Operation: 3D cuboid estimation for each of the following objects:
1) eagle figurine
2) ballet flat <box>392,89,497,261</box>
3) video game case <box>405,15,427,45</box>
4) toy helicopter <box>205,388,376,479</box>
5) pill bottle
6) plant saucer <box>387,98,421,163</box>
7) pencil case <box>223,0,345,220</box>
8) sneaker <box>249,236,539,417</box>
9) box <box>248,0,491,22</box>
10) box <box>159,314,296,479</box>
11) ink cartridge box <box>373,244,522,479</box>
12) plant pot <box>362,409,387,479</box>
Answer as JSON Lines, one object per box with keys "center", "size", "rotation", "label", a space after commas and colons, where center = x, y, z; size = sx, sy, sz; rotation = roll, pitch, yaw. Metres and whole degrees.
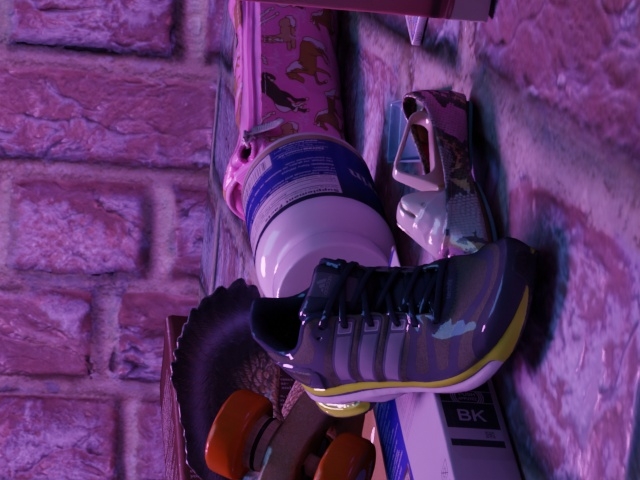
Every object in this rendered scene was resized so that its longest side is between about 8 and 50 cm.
{"center": [-0.045, 0.221, 1.908], "size": [0.226, 0.225, 0.298], "rotation": [91, 167, -60], "label": "eagle figurine"}
{"center": [0.102, -0.046, 1.449], "size": [0.077, 0.079, 0.221], "rotation": [107, 164, -48], "label": "ballet flat"}
{"center": [0.105, -0.275, 1.715], "size": [0.087, 0.011, 0.122], "rotation": [-98, 15, -48], "label": "video game case"}
{"center": [-0.025, 0.292, 1.635], "size": [0.235, 0.140, 0.355], "rotation": [-27, -46, -64], "label": "toy helicopter"}
{"center": [0.000, 0.000, 1.796], "size": [0.264, 0.153, 0.153], "rotation": [-105, 22, -62], "label": "pill bottle"}
{"center": [0.096, -0.111, 1.686], "size": [0.192, 0.018, 0.067], "rotation": [-168, 82, -79], "label": "plant saucer"}
{"center": [-0.047, -0.207, 2.129], "size": [0.167, 0.160, 0.386], "rotation": [108, 164, -56], "label": "pencil case"}
{"center": [0.053, 0.062, 1.336], "size": [0.300, 0.121, 0.111], "rotation": [-28, 40, 45], "label": "sneaker"}
{"center": [0.036, -0.285, 1.470], "size": [0.127, 0.232, 0.148], "rotation": [-111, 26, -66], "label": "box"}
{"center": [-0.110, 0.258, 2.215], "size": [0.381, 0.191, 0.143], "rotation": [-101, 18, -57], "label": "box"}
{"center": [0.100, 0.164, 1.433], "size": [0.332, 0.065, 0.165], "rotation": [-102, 18, -52], "label": "ink cartridge box"}
{"center": [0.063, 0.244, 1.699], "size": [0.236, 0.032, 0.236], "rotation": [-176, 90, -81], "label": "plant pot"}
